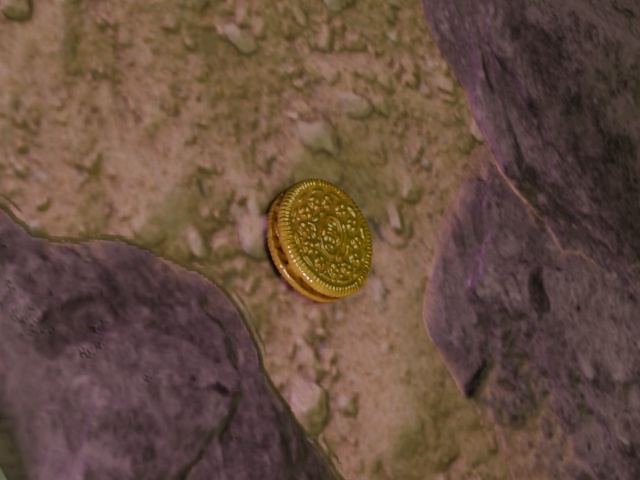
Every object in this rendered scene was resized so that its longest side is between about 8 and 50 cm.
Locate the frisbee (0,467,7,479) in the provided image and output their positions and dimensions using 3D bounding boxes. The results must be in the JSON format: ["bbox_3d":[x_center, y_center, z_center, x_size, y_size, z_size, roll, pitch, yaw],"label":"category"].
[{"bbox_3d":[-0.203,0.144,0.857,0.110,0.014,0.110,20,59,-37],"label":"frisbee"}]

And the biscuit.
[{"bbox_3d":[0.000,0.000,1.115,0.084,0.023,0.084,22,56,-37],"label":"biscuit"}]
